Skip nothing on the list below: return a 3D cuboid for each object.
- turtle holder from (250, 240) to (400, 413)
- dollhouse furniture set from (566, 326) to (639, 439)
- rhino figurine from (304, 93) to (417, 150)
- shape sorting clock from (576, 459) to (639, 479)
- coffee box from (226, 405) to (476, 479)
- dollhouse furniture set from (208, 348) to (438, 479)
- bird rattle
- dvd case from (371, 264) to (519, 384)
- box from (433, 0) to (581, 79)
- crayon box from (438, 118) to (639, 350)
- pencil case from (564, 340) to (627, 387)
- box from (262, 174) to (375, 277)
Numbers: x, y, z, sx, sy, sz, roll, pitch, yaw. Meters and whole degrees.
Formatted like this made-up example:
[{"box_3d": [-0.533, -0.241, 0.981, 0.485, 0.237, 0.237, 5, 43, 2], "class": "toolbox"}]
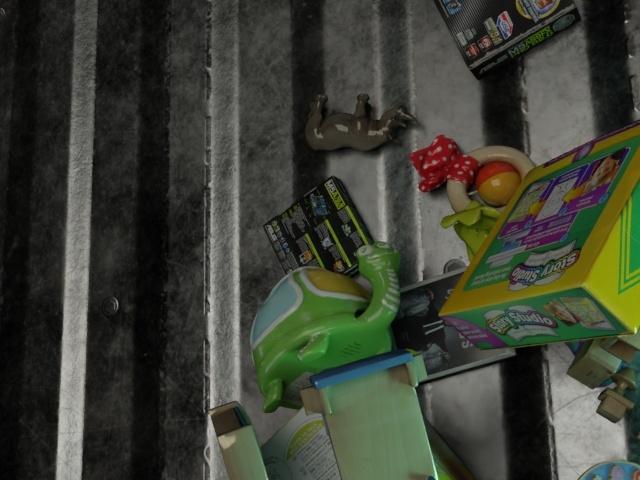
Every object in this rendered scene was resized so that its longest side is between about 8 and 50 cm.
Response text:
[{"box_3d": [0.001, 0.149, 1.512, 0.320, 0.243, 0.228, 107, 154, -43], "class": "turtle holder"}, {"box_3d": [0.559, 0.195, 1.194, 0.355, 0.303, 0.174, 31, 71, 13], "class": "dollhouse furniture set"}, {"box_3d": [0.075, -0.225, 1.661, 0.243, 0.073, 0.106, 3, 77, 26], "class": "rhino figurine"}, {"box_3d": [0.461, 0.437, 1.285, 0.206, 0.040, 0.206, 4, 75, -15], "class": "shape sorting clock"}, {"box_3d": [0.058, 0.469, 1.376, 0.338, 0.337, 0.334, -46, 63, 12], "class": "coffee box"}, {"box_3d": [0.025, 0.316, 1.200, 0.303, 0.198, 0.287, -17, 92, -10], "class": "dollhouse furniture set"}, {"box_3d": [0.285, -0.091, 1.523, 0.206, 0.143, 0.254, -17, 50, 3], "class": "bird rattle"}, {"box_3d": [0.218, 0.154, 1.535, 0.238, 0.029, 0.179, -21, 71, 22], "class": "dvd case"}, {"box_3d": [0.325, -0.470, 1.592, 0.216, 0.060, 0.270, -29, 68, 19], "class": "box"}, {"box_3d": [0.363, -0.003, 1.224, 0.106, 0.363, 0.313, 38, 70, -9], "class": "crayon box"}, {"box_3d": [0.431, 0.169, 1.405, 0.070, 0.064, 0.152, -36, 65, 7], "class": "pencil case"}, {"box_3d": [0.000, 0.000, 1.669, 0.184, 0.045, 0.191, -34, 66, 14], "class": "box"}]
